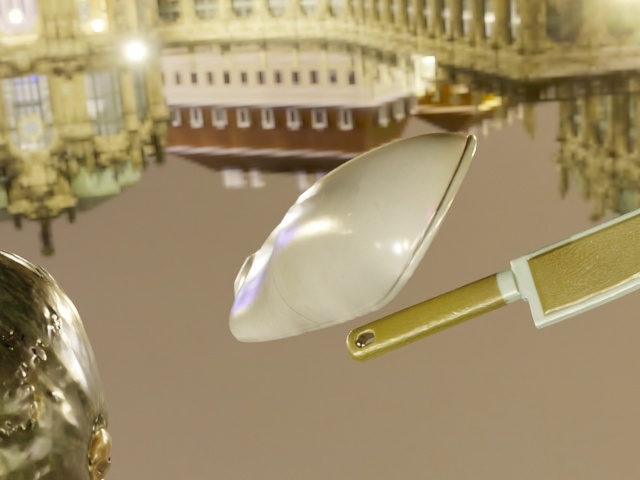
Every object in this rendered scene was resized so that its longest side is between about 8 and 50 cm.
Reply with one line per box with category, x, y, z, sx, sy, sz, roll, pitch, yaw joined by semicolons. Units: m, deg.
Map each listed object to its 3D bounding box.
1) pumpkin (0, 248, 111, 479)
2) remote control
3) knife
pumpkin;-0.387;0.218;1.181;0.344;0.454;0.454;-6;-166;-5
remote control;0.000;0.000;0.498;0.044;0.073;0.229;29;162;-15
knife;0.173;0.038;0.896;0.343;0.061;0.027;-25;150;22
